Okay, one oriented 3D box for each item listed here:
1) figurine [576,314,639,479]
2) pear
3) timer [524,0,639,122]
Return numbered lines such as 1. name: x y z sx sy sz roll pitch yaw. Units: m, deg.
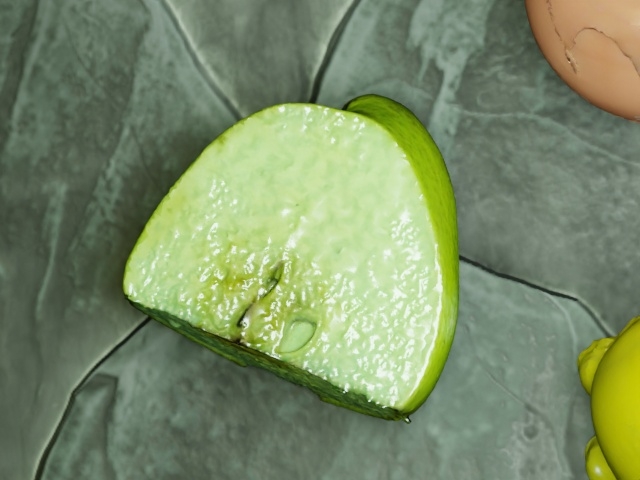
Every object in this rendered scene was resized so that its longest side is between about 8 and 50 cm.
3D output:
1. figurine: 0.348 0.187 1.503 0.231 0.323 0.340 -33 80 -36
2. pear: 0.000 0.000 1.645 0.292 0.159 0.292 -1 86 10
3. timer: 0.278 -0.209 1.560 0.229 0.215 0.230 -1 86 14
